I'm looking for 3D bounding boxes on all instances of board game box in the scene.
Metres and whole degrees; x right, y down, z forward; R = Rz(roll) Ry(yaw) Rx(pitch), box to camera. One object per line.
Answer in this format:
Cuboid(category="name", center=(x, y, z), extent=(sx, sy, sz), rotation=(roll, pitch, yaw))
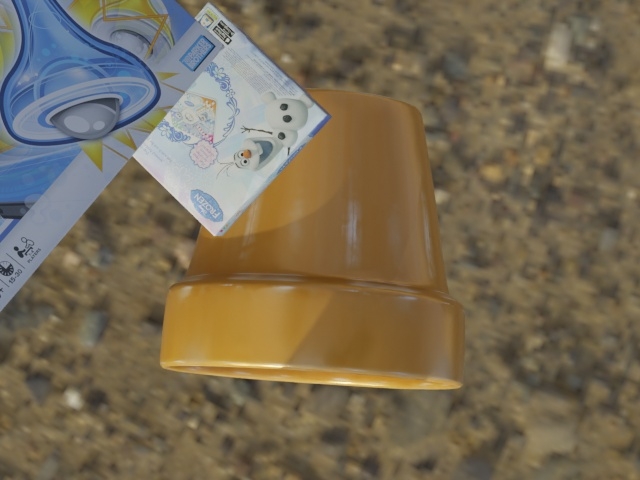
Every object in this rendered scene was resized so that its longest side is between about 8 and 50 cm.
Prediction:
Cuboid(category="board game box", center=(-0.057, -0.065, 1.069), extent=(0.090, 0.020, 0.090), rotation=(44, 97, 8))
Cuboid(category="board game box", center=(-0.145, -0.060, 0.814), extent=(0.136, 0.035, 0.201), rotation=(41, 52, -8))

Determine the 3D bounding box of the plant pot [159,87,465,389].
Cuboid(category="plant pot", center=(0.000, 0.000, 1.349), extent=(0.205, 0.205, 0.188), rotation=(9, 82, -38))
